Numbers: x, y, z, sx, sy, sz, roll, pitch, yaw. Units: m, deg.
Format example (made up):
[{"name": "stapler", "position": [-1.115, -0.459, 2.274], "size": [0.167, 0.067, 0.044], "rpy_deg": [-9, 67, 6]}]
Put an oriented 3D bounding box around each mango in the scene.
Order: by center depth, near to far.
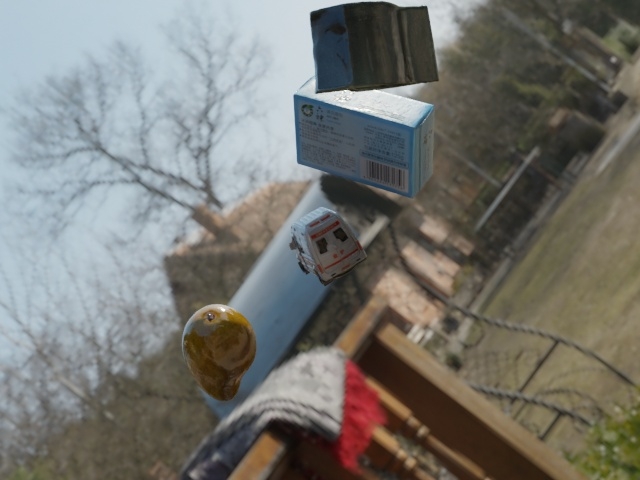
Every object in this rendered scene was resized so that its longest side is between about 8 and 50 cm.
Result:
[{"name": "mango", "position": [-0.136, 0.150, 1.572], "size": [0.085, 0.102, 0.184], "rpy_deg": [-52, -16, -30]}]

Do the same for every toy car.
[{"name": "toy car", "position": [0.000, 0.000, 1.927], "size": [0.089, 0.108, 0.209], "rpy_deg": [-33, 12, -7]}]

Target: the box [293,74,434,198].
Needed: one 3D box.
[{"name": "box", "position": [0.072, -0.177, 1.965], "size": [0.083, 0.232, 0.143], "rpy_deg": [-48, -33, -41]}]

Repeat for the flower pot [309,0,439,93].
[{"name": "flower pot", "position": [0.068, -0.251, 1.533], "size": [0.103, 0.108, 0.229], "rpy_deg": [-6, 5, 27]}]
